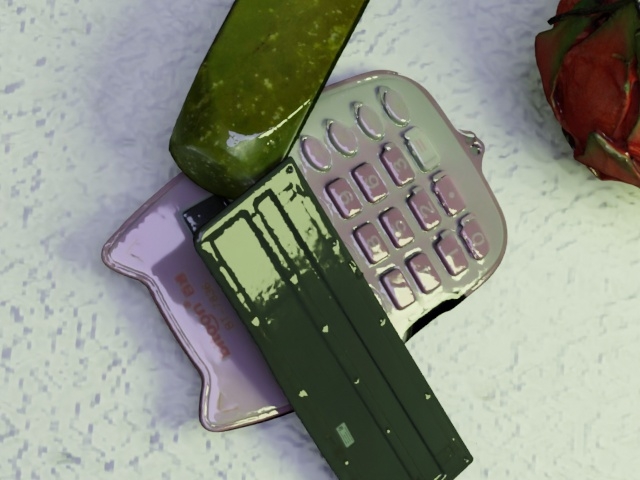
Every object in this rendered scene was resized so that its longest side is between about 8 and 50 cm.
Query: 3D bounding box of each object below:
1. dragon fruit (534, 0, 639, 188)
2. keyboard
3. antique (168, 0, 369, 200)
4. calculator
[{"bbox_3d":[0.260,-0.145,1.211,0.234,0.293,0.233,-7,62,14],"label":"dragon fruit"},{"bbox_3d":[0.042,0.120,1.204,0.103,0.041,0.381,-39,108,-20],"label":"keyboard"},{"bbox_3d":[-0.028,-0.132,1.204,0.081,0.080,0.221,25,66,2],"label":"antique"},{"bbox_3d":[0.000,0.001,1.238,0.294,0.043,0.194,-31,89,-20],"label":"calculator"}]
